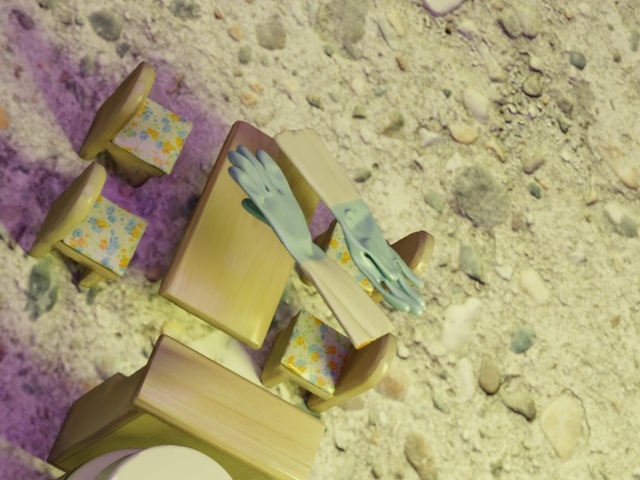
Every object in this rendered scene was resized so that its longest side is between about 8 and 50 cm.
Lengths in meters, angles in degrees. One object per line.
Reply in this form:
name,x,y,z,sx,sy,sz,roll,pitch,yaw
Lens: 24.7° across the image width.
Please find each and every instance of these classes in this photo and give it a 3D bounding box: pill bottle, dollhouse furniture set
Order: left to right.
pill bottle,-0.181,0.271,1.273,0.161,0.283,0.161,11,67,-27
dollhouse furniture set,-0.085,0.052,1.430,0.362,0.256,0.394,31,59,-17

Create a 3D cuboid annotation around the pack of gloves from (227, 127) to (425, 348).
pack of gloves,0.000,0.000,1.420,0.232,0.046,0.195,55,26,10
